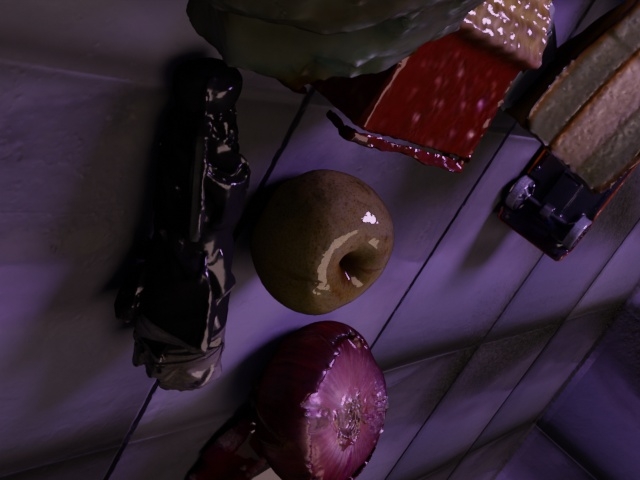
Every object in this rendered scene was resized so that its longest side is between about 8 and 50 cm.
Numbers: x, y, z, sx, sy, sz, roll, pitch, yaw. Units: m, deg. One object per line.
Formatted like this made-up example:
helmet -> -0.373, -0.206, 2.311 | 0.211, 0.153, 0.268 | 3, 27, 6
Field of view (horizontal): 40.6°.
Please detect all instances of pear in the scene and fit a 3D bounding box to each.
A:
pear -> 0.000, 0.000, 0.971 | 0.167, 0.136, 0.167 | -31, 145, -24

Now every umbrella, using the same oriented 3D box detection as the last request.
umbrella -> -0.130, -0.001, 0.823 | 0.106, 0.113, 0.358 | -57, 163, -53

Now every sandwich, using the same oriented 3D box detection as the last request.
sandwich -> 0.377, -0.204, 1.150 | 0.227, 0.155, 0.198 | -46, -173, 14

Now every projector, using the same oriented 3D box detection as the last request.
projector -> 0.239, -0.242, 1.079 | 0.115, 0.061, 0.147 | -49, 153, -1

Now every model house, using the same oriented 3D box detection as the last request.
model house -> 0.105, -0.211, 0.802 | 0.196, 0.160, 0.254 | 9, 123, -48

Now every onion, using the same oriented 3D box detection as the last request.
onion -> -0.073, 0.374, 1.340 | 0.314, 0.146, 0.280 | -44, 148, 1
onion -> -0.002, 0.231, 1.213 | 0.248, 0.161, 0.248 | -13, 110, -38

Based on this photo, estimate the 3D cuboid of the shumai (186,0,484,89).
shumai -> 0.019, -0.256, 0.539 | 0.397, 0.324, 0.323 | -37, 166, -9

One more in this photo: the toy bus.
toy bus -> 0.449, -0.132, 1.436 | 0.329, 0.143, 0.153 | -56, 161, 14
